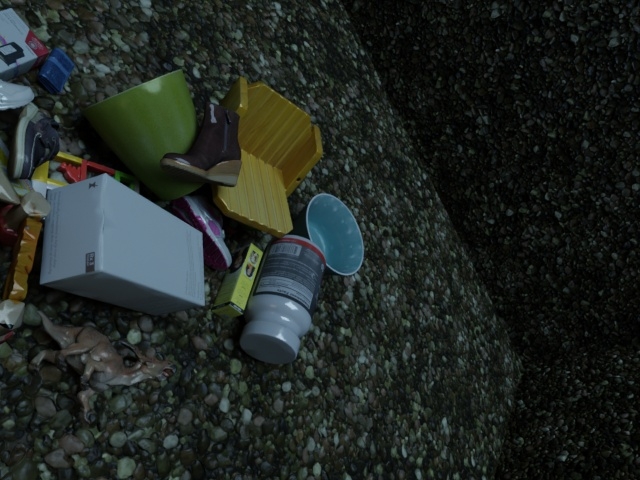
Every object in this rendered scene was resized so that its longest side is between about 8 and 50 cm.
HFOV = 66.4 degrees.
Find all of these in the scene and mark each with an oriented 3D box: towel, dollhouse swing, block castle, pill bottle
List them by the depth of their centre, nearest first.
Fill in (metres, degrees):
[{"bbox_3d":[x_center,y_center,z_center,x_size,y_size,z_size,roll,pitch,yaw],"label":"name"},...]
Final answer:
[{"bbox_3d":[-0.738,0.004,0.830,0.453,0.213,0.303,21,60,-42],"label":"block castle"},{"bbox_3d":[-0.683,-0.441,1.267,0.067,0.029,0.119,60,29,-51],"label":"towel"},{"bbox_3d":[-0.152,-0.241,1.490,0.347,0.315,0.305,25,25,-42],"label":"dollhouse swing"},{"bbox_3d":[-0.115,0.177,1.508,0.210,0.210,0.363,43,43,-29],"label":"pill bottle"}]

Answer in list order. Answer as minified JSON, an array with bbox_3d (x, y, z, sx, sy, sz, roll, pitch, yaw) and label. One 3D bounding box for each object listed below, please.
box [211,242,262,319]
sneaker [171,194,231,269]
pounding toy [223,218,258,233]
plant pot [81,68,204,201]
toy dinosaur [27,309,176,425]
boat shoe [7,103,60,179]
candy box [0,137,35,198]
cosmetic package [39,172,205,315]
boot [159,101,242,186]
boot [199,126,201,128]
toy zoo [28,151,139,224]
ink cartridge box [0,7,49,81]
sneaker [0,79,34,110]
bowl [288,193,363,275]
[{"bbox_3d":[-0.249,0.121,1.478,0.058,0.087,0.232,43,41,-32],"label":"box"},{"bbox_3d":[-0.326,-0.034,1.449,0.111,0.103,0.252,-35,100,-51],"label":"sneaker"},{"bbox_3d":[-0.253,-0.087,1.593,0.183,0.110,0.237,24,26,-34],"label":"pounding toy"},{"bbox_3d":[-0.433,-0.264,1.318,0.275,0.274,0.294,-51,126,-50],"label":"plant pot"},{"bbox_3d":[-0.492,0.253,1.081,0.296,0.127,0.200,46,32,-7],"label":"toy dinosaur"},{"bbox_3d":[-0.628,-0.219,1.086,0.092,0.103,0.285,15,25,-33],"label":"boat shoe"},{"bbox_3d":[-0.692,-0.172,1.055,0.206,0.027,0.105,56,-7,2],"label":"candy box"},{"bbox_3d":[-0.429,0.032,1.127,0.385,0.156,0.217,45,35,-63],"label":"cosmetic package"},{"bbox_3d":[-0.304,-0.256,1.263,0.248,0.090,0.207,7,81,-54],"label":"boot"},{"bbox_3d":[-0.396,-0.352,1.543,0.229,0.091,0.263,30,52,-40],"label":"boot"},{"bbox_3d":[-0.593,-0.112,1.216,0.293,0.030,0.192,18,58,-46],"label":"toy zoo"},{"bbox_3d":[-0.762,-0.452,1.153,0.127,0.072,0.175,52,38,-20],"label":"ink cartridge box"},{"bbox_3d":[-0.742,-0.342,1.045,0.232,0.090,0.115,-10,118,-43],"label":"sneaker"},{"bbox_3d":[0.000,0.000,1.787,0.311,0.163,0.312,28,52,-41],"label":"bowl"}]
